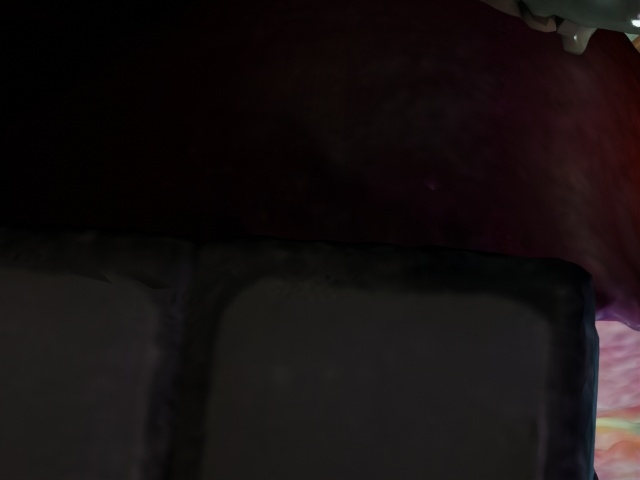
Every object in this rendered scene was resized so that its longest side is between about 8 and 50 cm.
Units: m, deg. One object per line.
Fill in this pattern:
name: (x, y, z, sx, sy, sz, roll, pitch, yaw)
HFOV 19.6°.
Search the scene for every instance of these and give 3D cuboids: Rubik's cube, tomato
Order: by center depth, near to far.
Rubik's cube: (-0.104, 0.199, 0.494, 0.344, 0.344, 0.337, 4, 163, 7)
tomato: (-0.001, -0.005, 0.667, 0.290, 0.176, 0.335, -3, 161, 14)

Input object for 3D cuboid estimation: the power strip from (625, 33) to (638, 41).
power strip: (0.086, -0.069, 0.924, 0.227, 0.029, 0.080, -40, 166, 18)

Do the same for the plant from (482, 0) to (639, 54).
plant: (0.058, -0.147, 0.356, 0.204, 0.178, 0.234, -43, 178, -13)
